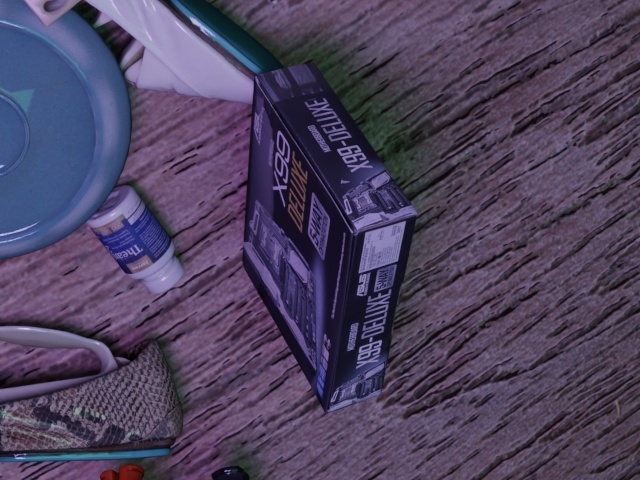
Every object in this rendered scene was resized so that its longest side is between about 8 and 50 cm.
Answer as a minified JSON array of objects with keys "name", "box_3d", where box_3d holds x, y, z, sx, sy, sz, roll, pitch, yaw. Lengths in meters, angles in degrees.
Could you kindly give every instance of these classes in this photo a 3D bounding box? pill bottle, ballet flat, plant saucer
[{"name":"pill bottle","box_3d":[-0.208,0.001,1.572,0.067,0.067,0.120,-40,117,-10]},{"name":"ballet flat","box_3d":[-0.207,-0.248,1.484,0.400,0.139,0.139,39,86,-24]},{"name":"plant saucer","box_3d":[-0.355,-0.116,1.439,0.318,0.043,0.317,-4,114,-10]},{"name":"ballet flat","box_3d":[-0.384,0.189,1.514,0.483,0.164,0.182,-8,86,-29]}]

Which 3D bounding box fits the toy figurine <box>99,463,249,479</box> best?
[{"name":"toy figurine","box_3d":[-0.180,0.363,1.597,0.213,0.148,0.209,7,145,-29]}]

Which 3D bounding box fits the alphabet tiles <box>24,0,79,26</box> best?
[{"name":"alphabet tiles","box_3d":[-0.310,-0.393,1.332,0.285,0.011,0.342,-40,111,-5]}]

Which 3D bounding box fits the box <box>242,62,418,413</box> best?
[{"name":"box","box_3d":[0.000,0.000,1.503,0.076,0.242,0.307,-17,143,-20]}]
